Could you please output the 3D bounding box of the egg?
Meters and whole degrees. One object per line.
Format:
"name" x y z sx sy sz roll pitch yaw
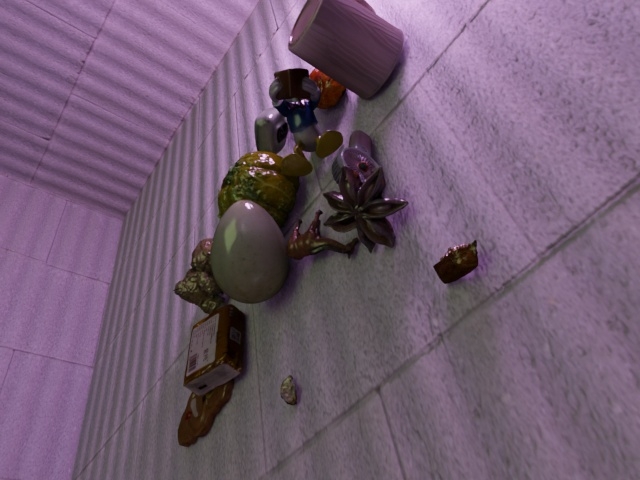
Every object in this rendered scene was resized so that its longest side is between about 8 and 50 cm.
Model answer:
"egg" -0.199 0.033 1.417 0.218 0.219 0.295 25 122 60

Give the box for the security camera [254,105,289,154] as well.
"security camera" -0.140 -0.398 1.738 0.301 0.080 0.157 -62 -26 -55

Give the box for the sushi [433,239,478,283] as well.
"sushi" 0.246 0.036 0.915 0.118 0.062 0.060 -35 53 42

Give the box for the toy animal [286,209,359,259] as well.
"toy animal" 0.000 0.000 1.331 0.224 0.066 0.229 -29 33 20

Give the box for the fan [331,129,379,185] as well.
"fan" 0.097 -0.203 1.276 0.074 0.130 0.244 -48 22 37

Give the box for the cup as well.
"cup" 0.083 -0.584 1.415 0.288 0.273 0.208 -67 23 -1

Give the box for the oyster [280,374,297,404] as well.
"oyster" -0.071 0.364 1.213 0.054 0.019 0.083 -58 29 8

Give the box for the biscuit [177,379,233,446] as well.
"biscuit" -0.360 0.501 1.542 0.295 0.044 0.186 -59 28 10

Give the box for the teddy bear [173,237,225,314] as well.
"teddy bear" -0.399 0.111 1.780 0.267 0.156 0.256 16 80 61

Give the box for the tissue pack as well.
"tissue pack" -0.317 0.322 1.517 0.183 0.092 0.226 -31 35 21

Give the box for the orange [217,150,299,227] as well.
"orange" -0.212 -0.146 1.610 0.301 0.223 0.300 -38 34 39

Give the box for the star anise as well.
"star anise" 0.100 -0.082 1.143 0.212 0.073 0.196 33 122 25

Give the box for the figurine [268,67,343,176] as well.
"figurine" -0.085 -0.407 1.550 0.205 0.283 0.338 -22 44 1

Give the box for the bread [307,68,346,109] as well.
"bread" 0.004 -0.507 1.655 0.139 0.095 0.269 -61 35 11
